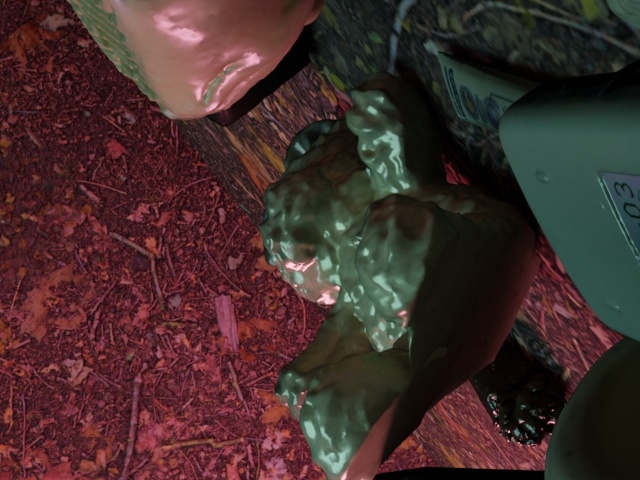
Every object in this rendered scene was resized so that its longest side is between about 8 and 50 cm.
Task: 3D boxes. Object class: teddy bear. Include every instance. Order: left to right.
[{"bbox_3d":[0.000,0.000,0.775,0.362,0.328,0.375,28,-160,28],"label":"teddy bear"}]

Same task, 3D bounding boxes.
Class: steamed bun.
[{"bbox_3d":[-0.104,-0.237,0.612,0.320,0.206,0.275,50,170,32],"label":"steamed bun"}]

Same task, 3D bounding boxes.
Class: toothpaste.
[{"bbox_3d":[0.145,-0.081,0.547,0.062,0.039,0.239,61,169,-29],"label":"toothpaste"}]

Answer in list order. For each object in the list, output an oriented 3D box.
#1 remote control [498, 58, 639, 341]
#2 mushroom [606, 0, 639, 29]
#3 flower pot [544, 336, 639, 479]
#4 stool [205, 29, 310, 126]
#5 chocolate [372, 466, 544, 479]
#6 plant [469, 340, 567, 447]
[{"bbox_3d":[0.158,-0.001,0.284,0.140,0.056,0.296,56,175,-12],"label":"remote control"},{"bbox_3d":[0.098,-0.166,0.245,0.099,0.096,0.278,21,149,56],"label":"mushroom"},{"bbox_3d":[0.224,0.137,0.388,0.195,0.246,0.246,49,172,-12],"label":"flower pot"},{"bbox_3d":[-0.123,-0.245,0.890,0.232,0.141,0.232,50,171,11],"label":"stool"},{"bbox_3d":[0.210,0.321,0.620,0.325,0.297,0.314,-1,162,26],"label":"chocolate"},{"bbox_3d":[0.235,0.187,1.016,0.143,0.094,0.092,49,161,43],"label":"plant"}]
